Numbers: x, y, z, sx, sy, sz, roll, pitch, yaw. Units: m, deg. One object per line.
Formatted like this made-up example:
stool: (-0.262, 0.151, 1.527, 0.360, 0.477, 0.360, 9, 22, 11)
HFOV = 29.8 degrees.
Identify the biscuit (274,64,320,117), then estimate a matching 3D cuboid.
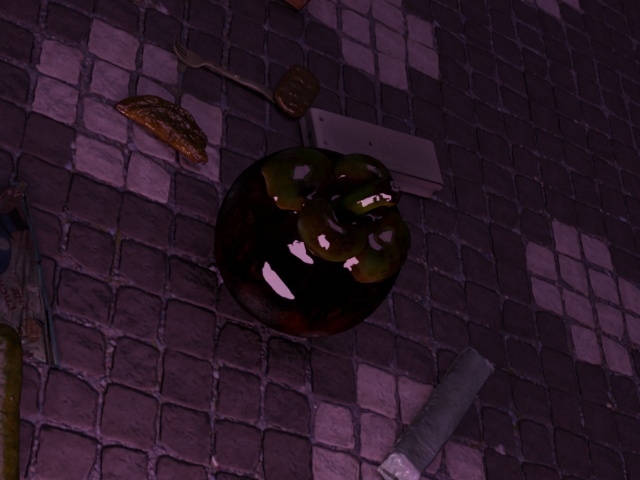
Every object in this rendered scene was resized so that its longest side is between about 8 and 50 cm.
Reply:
biscuit: (-0.042, -0.270, 2.167, 0.071, 0.018, 0.147, 41, 37, -10)

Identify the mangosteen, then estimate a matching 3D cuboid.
mangosteen: (-0.007, -0.004, 1.777, 0.311, 0.311, 0.311, 22, 47, -26)

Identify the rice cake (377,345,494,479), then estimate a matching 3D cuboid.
rice cake: (0.191, 0.273, 1.909, 0.066, 0.063, 0.336, 47, 42, 0)

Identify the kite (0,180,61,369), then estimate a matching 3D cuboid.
kite: (-0.486, 0.026, 1.574, 0.406, 0.014, 0.368, 40, 42, -9)

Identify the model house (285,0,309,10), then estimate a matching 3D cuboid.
model house: (-0.049, -0.558, 2.265, 0.172, 0.183, 0.166, 29, 44, -20)

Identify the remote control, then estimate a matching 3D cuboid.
remote control: (0.093, -0.155, 2.167, 0.277, 0.055, 0.102, 12, 52, -32)

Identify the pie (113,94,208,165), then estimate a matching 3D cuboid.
pie: (-0.241, -0.185, 1.929, 0.170, 0.034, 0.092, 38, 44, -1)

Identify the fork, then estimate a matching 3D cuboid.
fork: (-0.166, -0.290, 2.084, 0.219, 0.028, 0.034, 26, 38, -28)

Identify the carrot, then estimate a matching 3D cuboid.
carrot: (-0.387, 0.266, 1.429, 0.074, 0.074, 0.358, 11, 58, -34)
